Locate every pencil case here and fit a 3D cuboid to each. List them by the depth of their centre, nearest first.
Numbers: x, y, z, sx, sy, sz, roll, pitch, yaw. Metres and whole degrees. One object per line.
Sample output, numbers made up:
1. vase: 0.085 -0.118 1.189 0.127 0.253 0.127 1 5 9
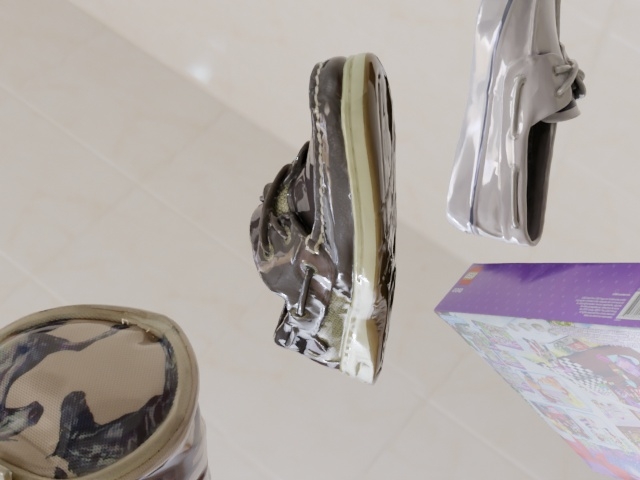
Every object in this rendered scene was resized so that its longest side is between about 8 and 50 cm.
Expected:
1. pencil case: -0.160 0.217 0.878 0.410 0.160 0.183 91 -158 -48

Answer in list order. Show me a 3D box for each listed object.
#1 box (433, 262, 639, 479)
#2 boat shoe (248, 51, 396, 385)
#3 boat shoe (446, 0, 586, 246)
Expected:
1. box: 0.220 0.100 0.826 0.057 0.201 0.293 -48 14 -14
2. boat shoe: 0.000 0.000 0.398 0.152 0.049 0.056 87 -171 -50
3. boat shoe: 0.167 -0.118 0.942 0.095 0.084 0.258 -33 -44 -51
